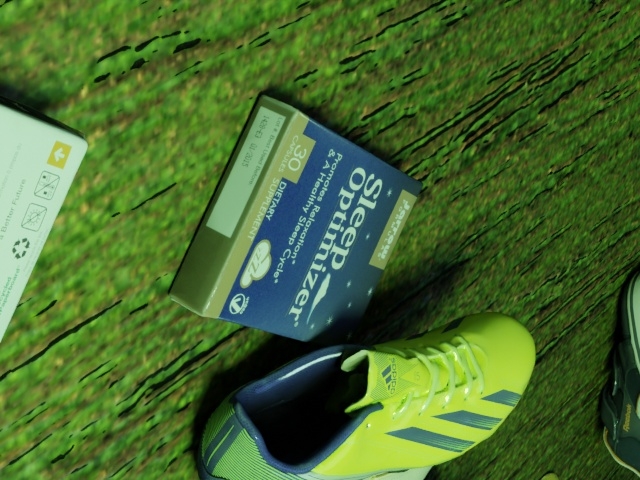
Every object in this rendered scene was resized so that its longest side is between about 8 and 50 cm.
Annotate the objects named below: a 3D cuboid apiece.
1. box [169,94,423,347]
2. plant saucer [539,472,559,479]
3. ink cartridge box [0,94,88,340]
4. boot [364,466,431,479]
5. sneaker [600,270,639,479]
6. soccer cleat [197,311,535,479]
[{"bbox_3d":[0.000,0.000,0.864,0.225,0.037,0.136,22,93,-61],"label":"box"},{"bbox_3d":[0.188,0.477,1.455,0.333,0.081,0.332,-31,136,-44],"label":"plant saucer"},{"bbox_3d":[-0.212,0.018,0.539,0.208,0.045,0.206,23,93,-61],"label":"ink cartridge box"},{"bbox_3d":[0.065,0.187,1.058,0.213,0.077,0.165,-12,121,-47],"label":"boot"},{"bbox_3d":[0.386,0.180,1.518,0.126,0.128,0.321,-42,118,-43],"label":"sneaker"},{"bbox_3d":[0.049,0.108,0.895,0.289,0.093,0.121,-19,148,-30],"label":"soccer cleat"}]
